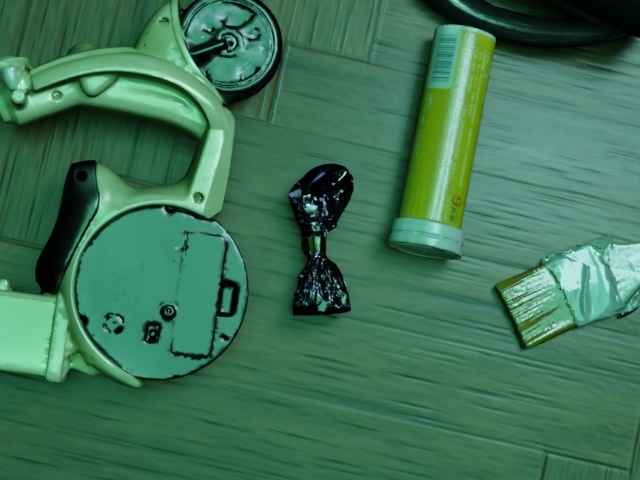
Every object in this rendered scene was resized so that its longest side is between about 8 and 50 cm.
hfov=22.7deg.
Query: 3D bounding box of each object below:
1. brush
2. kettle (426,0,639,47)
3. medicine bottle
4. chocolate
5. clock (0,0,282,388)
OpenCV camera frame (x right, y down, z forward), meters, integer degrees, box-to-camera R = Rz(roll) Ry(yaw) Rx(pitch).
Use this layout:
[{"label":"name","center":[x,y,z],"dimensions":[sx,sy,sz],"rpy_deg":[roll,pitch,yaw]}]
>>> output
[{"label":"brush","center":[0.336,0.010,1.557],"dimensions":[0.336,0.020,0.085],"rpy_deg":[-23,86,-6]},{"label":"kettle","center":[0.215,-0.311,1.509],"dimensions":[0.290,0.207,0.268],"rpy_deg":[24,111,5]},{"label":"medicine bottle","center":[0.120,-0.094,1.530],"dimensions":[0.073,0.074,0.218],"rpy_deg":[12,82,-2]},{"label":"chocolate","center":[-0.002,0.000,1.523],"dimensions":[0.070,0.072,0.147],"rpy_deg":[-12,73,36]},{"label":"clock","center":[-0.184,-0.053,1.487],"dimensions":[0.276,0.120,0.379],"rpy_deg":[5,84,-8]}]
